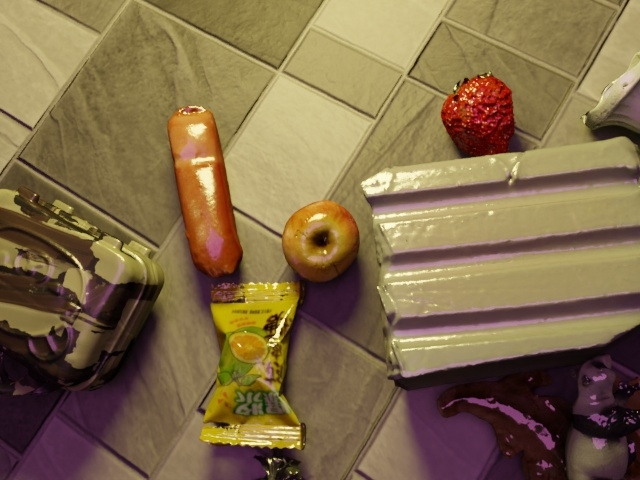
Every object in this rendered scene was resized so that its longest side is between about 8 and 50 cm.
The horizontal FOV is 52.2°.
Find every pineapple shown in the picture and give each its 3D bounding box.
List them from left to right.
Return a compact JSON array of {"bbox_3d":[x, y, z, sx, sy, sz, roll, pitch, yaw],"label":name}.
[{"bbox_3d":[-0.097,0.471,1.071,0.125,0.125,0.252,11,73,11],"label":"pineapple"}]

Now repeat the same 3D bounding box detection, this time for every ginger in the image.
[{"bbox_3d":[0.362,0.312,1.058,0.333,0.080,0.166,36,72,17],"label":"ginger"}]

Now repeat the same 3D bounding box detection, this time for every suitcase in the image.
[{"bbox_3d":[-0.491,0.112,1.173,0.351,0.194,0.339,26,87,15],"label":"suitcase"}]

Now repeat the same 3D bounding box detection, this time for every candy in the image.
[{"bbox_3d":[-0.114,0.213,1.151,0.187,0.081,0.298,-2,65,8],"label":"candy"}]

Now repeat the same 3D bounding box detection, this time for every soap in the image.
[{"bbox_3d":[0.304,0.046,1.043,0.434,0.213,0.351,-9,63,6],"label":"soap"}]

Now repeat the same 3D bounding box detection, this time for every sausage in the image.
[{"bbox_3d":[-0.219,-0.093,1.235,0.097,0.094,0.349,-11,72,-8],"label":"sausage"}]

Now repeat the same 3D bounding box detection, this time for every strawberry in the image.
[{"bbox_3d":[0.284,-0.219,1.181,0.131,0.131,0.148,-3,77,7],"label":"strawberry"}]

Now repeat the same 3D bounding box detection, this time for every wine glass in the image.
[{"bbox_3d":[0.578,-0.217,1.122,0.196,0.165,0.165,38,84,10],"label":"wine glass"}]

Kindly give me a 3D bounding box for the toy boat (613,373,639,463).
[{"bbox_3d":[0.507,0.287,1.029,0.077,0.057,0.201,-13,53,-20],"label":"toy boat"}]

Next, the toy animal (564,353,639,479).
[{"bbox_3d":[0.418,0.279,0.956,0.121,0.094,0.225,-2,99,-4],"label":"toy animal"}]

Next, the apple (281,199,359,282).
[{"bbox_3d":[0.000,0.000,1.167,0.146,0.146,0.147,-2,76,8],"label":"apple"}]
